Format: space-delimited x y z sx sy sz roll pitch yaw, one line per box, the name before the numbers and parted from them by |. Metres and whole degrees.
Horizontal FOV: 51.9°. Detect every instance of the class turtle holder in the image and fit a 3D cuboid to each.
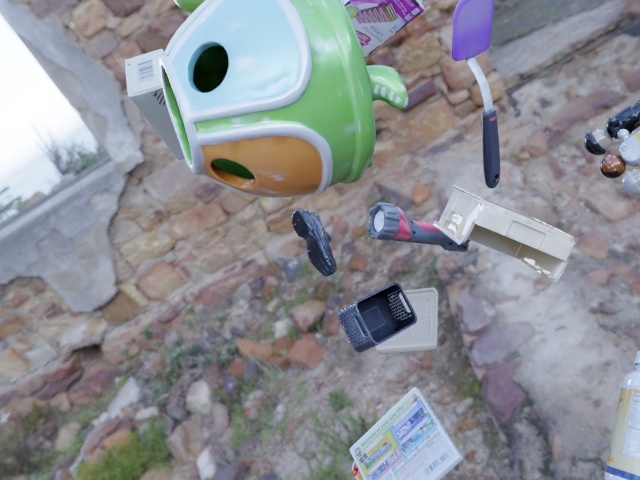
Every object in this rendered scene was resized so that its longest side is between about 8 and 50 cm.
turtle holder | -0.066 -0.202 0.754 0.227 0.321 0.243 -18 7 -14

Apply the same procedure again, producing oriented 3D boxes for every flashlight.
flashlight | 0.280 -0.040 1.822 0.103 0.303 0.103 58 136 49

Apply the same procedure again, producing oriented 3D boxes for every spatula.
spatula | 0.239 -0.214 0.972 0.084 0.297 0.030 -26 24 -28

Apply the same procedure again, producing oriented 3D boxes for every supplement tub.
supplement tub | 0.772 0.421 1.451 0.228 0.228 0.317 0 71 57

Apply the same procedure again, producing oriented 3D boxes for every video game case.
video game case | 0.173 0.449 1.385 0.212 0.023 0.193 -47 39 12

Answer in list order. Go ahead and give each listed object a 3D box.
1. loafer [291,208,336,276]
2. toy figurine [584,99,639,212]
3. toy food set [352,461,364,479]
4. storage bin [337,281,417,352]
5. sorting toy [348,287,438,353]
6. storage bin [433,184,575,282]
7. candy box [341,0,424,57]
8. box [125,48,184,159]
loafer | 0.000 0.000 1.406 0.061 0.170 0.062 -7 -31 -34
toy figurine | 0.670 -0.161 1.376 0.148 0.213 0.210 -38 19 30
toy food set | 0.136 0.697 2.003 0.083 0.082 0.020 -55 -21 3
storage bin | 0.148 0.198 1.703 0.180 0.122 0.084 -21 -10 -42
sorting toy | 0.254 0.283 2.262 0.307 0.041 0.229 -8 52 21
storage bin | 0.453 -0.021 1.640 0.260 0.262 0.123 -110 43 -76
candy box | 0.114 -0.557 1.617 0.233 0.159 0.071 -32 47 32
box | -0.352 -0.311 1.544 0.094 0.275 0.113 -15 66 6
